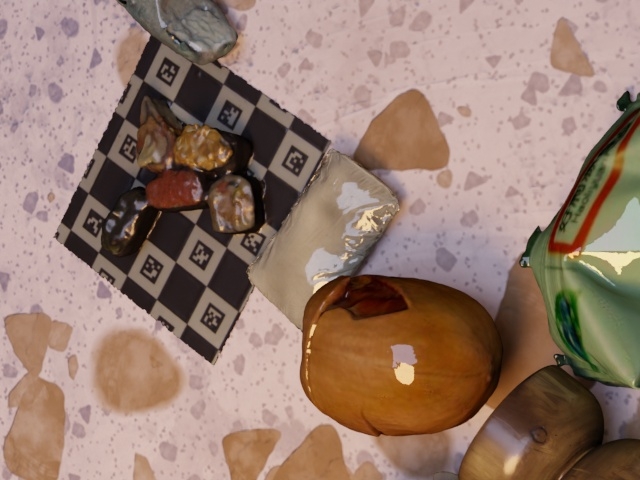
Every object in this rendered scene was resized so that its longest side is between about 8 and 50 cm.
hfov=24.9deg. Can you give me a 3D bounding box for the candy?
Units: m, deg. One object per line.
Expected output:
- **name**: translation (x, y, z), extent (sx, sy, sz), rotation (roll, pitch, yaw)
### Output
- **candy**: translation (0.344, -0.032, 1.540), extent (0.172, 0.263, 0.398), rotation (13, 91, -10)

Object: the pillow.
- **pillow**: translation (0.000, 0.000, 1.856), extent (0.128, 0.051, 0.229), rotation (46, 112, 25)

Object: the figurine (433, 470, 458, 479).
- **figurine**: translation (0.131, 0.441, 1.675), extent (0.185, 0.204, 0.332), rotation (-10, 86, 36)

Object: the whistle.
- **whistle**: translation (-0.250, -0.366, 1.966), extent (0.189, 0.189, 0.348), rotation (-41, 82, 24)

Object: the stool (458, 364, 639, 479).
- **stool**: translation (0.305, 0.285, 1.584), extent (0.264, 0.179, 0.179), rotation (40, 108, 26)

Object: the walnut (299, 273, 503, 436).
- **walnut**: translation (0.080, 0.137, 1.724), extent (0.298, 0.203, 0.203), rotation (-1, 88, 50)

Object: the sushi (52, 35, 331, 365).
- **sushi**: translation (-0.203, -0.068, 1.976), extent (0.343, 0.064, 0.359), rotation (36, 107, 27)
